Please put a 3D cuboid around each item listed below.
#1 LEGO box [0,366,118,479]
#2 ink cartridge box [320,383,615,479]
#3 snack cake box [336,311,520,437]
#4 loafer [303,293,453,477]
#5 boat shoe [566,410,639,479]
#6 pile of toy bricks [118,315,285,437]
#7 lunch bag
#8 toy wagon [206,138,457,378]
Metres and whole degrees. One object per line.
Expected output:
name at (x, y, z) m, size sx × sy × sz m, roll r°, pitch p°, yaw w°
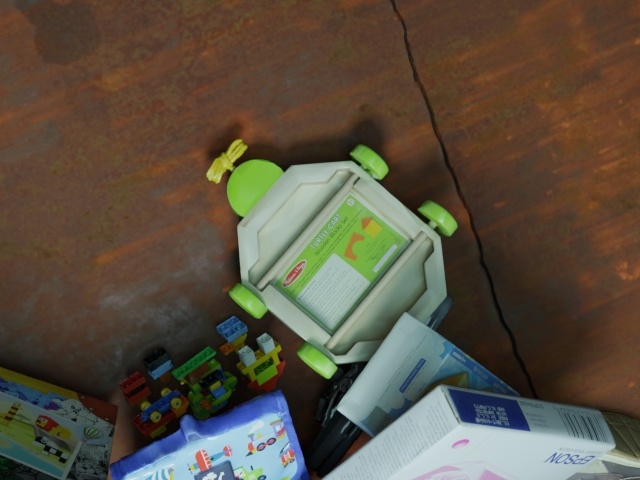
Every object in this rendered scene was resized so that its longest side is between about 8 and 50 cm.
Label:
LEGO box at (-0.507, 0.270, 1.343) m, size 0.500 × 0.372 × 0.193 m, roll 21°, pitch 107°, yaw -13°
ink cartridge box at (0.154, 0.306, 1.489) m, size 0.324 × 0.071 × 0.330 m, roll 14°, pitch 132°, yaw -43°
snack cake box at (0.147, 0.211, 1.547) m, size 0.152 × 0.089 × 0.264 m, roll -55°, pitch 146°, yaw -1°
loafer at (0.060, 0.177, 1.607) m, size 0.095 × 0.109 × 0.302 m, roll 36°, pitch 83°, yaw 6°
boat shoe at (0.374, 0.306, 1.681) m, size 0.285 × 0.103 × 0.092 m, roll 7°, pitch 121°, yaw -24°
pile of toy bricks at (-0.156, 0.198, 1.568) m, size 0.212 × 0.118 × 0.105 m, roll -32°, pitch 131°, yaw -22°
lunch bag at (-0.132, 0.290, 1.477) m, size 0.221 × 0.138 × 0.293 m, roll -22°, pitch 144°, yaw -8°
toy wagon at (0.000, 0.000, 1.550) m, size 0.344 × 0.068 × 0.267 m, roll 40°, pitch 81°, yaw 5°
